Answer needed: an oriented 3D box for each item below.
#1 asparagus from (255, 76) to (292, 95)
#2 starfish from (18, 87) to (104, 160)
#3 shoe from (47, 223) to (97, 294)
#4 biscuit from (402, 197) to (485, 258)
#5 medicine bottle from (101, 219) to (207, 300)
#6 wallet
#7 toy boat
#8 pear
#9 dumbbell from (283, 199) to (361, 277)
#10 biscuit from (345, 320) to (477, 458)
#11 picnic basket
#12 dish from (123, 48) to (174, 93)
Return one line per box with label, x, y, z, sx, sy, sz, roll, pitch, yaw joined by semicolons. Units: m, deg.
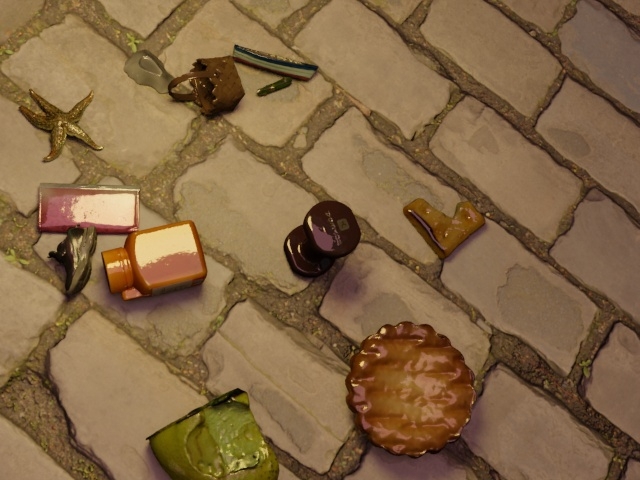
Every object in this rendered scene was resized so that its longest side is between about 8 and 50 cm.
asparagus;-0.126;-0.405;2.110;0.108;0.021;0.025;-26;78;-19
starfish;-0.621;-0.290;1.940;0.223;0.050;0.217;34;61;-9
shoe;-0.577;0.039;1.841;0.099;0.071;0.169;12;73;-4
biscuit;0.334;-0.061;2.124;0.183;0.039;0.174;-34;83;-21
medicine bottle;-0.388;0.050;1.861;0.222;0.112;0.149;-13;78;-18
wallet;-0.547;-0.076;1.901;0.232;0.025;0.119;1;74;-15
toy boat;-0.120;-0.470;2.111;0.229;0.080;0.046;14;106;-14
pear;-0.225;0.484;1.755;0.238;0.164;0.255;-22;82;-22
dumbbell;0.000;0.000;1.916;0.124;0.225;0.140;-20;82;-22
biscuit;0.213;0.360;1.936;0.325;0.107;0.326;3;73;-10
picnic basket;-0.293;-0.385;2.001;0.178;0.128;0.138;-11;74;-35
dish;-0.429;-0.432;2.028;0.137;0.039;0.091;38;68;0
